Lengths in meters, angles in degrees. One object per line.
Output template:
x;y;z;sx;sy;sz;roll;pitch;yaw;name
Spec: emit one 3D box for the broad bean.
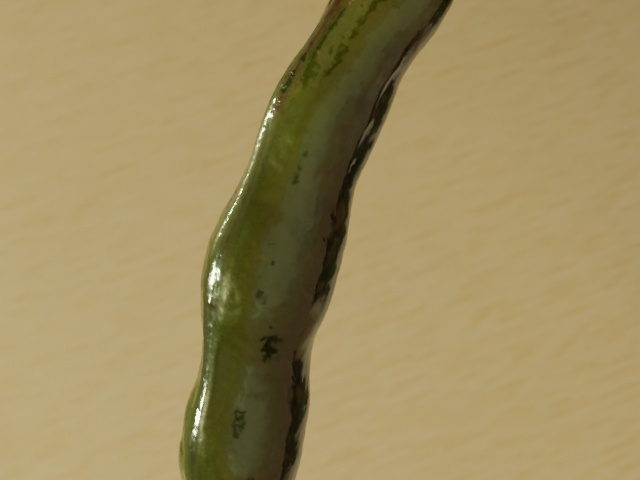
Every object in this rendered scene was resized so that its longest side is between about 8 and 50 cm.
-0.003;-0.001;0.610;0.039;0.069;0.226;26;98;33;broad bean
